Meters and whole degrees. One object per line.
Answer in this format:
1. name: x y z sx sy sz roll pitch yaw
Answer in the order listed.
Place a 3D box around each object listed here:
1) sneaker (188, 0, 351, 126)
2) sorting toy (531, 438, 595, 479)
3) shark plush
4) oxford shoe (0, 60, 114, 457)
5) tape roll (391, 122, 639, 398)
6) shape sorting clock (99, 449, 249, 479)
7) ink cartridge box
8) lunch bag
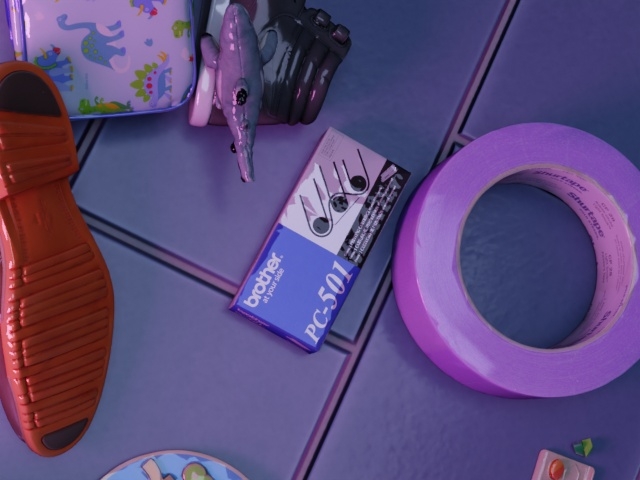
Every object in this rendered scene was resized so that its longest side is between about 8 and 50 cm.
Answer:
1. sneaker: -0.038 -0.248 1.309 0.147 0.104 0.295 10 88 -13
2. sorting toy: 0.252 0.238 1.347 0.062 0.012 0.083 21 78 -9
3. shark plush: -0.082 -0.137 1.220 0.073 0.067 0.161 8 92 -8
4. oxford shoe: -0.287 0.021 1.220 0.130 0.133 0.363 -14 99 -55
5. tape roll: 0.215 0.023 1.331 0.275 0.090 0.274 2 82 -13
6. shape sorting clock: -0.138 0.302 1.236 0.206 0.040 0.206 2 82 -13
7. ink cartridge box: 0.000 0.000 1.308 0.097 0.046 0.207 29 77 -6
8. lunch bag: -0.209 -0.227 1.229 0.176 0.090 0.219 -8 116 -14
